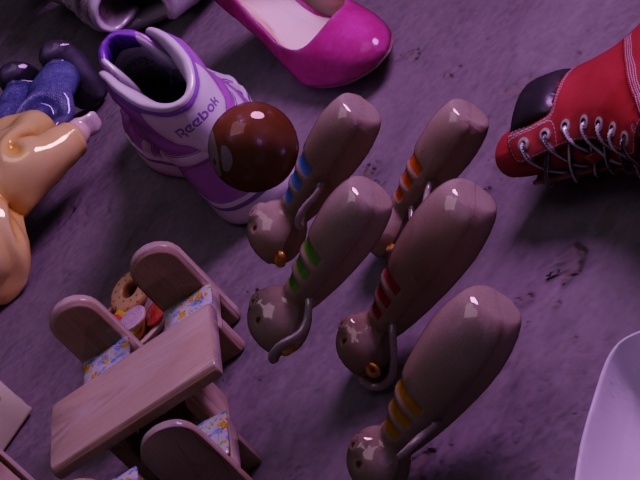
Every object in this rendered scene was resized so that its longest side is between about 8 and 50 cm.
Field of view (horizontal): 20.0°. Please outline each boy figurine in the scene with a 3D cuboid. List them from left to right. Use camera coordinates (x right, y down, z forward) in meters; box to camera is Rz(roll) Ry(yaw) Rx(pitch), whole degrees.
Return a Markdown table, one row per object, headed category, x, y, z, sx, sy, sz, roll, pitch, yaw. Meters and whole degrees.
| category | x | y | z | sx | sy | sz | roll | pitch | yaw |
| --- | --- | --- | --- | --- | --- | --- | --- | --- | --- |
| boy figurine | -0.271 | -0.063 | 1.634 | 0.177 | 0.092 | 0.285 | -23 | 36 | 28 |

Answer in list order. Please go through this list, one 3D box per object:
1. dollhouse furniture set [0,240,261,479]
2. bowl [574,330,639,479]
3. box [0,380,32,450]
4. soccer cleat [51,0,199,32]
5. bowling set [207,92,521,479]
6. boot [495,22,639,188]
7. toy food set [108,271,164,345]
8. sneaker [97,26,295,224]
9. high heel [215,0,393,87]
| category | x | y | z | sx | sy | sz | roll | pitch | yaw |
| --- | --- | --- | --- | --- | --- | --- | --- | --- | --- |
| dollhouse furniture set | -0.180 | 0.114 | 1.233 | 0.242 | 0.161 | 0.212 | -33 | 31 | 14 |
| bowl | 0.205 | 0.103 | 0.918 | 0.142 | 0.053 | 0.142 | -16 | 38 | 37 |
| box | -0.380 | 0.154 | 1.359 | 0.117 | 0.213 | 0.243 | 2 | 52 | 49 |
| soccer cleat | -0.224 | -0.268 | 1.816 | 0.331 | 0.116 | 0.143 | -1 | 50 | 48 |
| bowling set | 0.000 | 0.000 | 1.131 | 0.154 | 0.200 | 0.287 | -55 | 16 | 29 |
| boot | 0.186 | -0.051 | 1.111 | 0.176 | 0.088 | 0.244 | -28 | 26 | 24 |
| toy food set | -0.147 | 0.060 | 1.404 | 0.083 | 0.020 | 0.082 | -50 | 32 | -15 |
| sneaker | -0.127 | -0.127 | 1.484 | 0.102 | 0.161 | 0.282 | -47 | 29 | -6 |
| high heel | -0.028 | -0.202 | 1.507 | 0.082 | 0.117 | 0.244 | -43 | 30 | -2 |
